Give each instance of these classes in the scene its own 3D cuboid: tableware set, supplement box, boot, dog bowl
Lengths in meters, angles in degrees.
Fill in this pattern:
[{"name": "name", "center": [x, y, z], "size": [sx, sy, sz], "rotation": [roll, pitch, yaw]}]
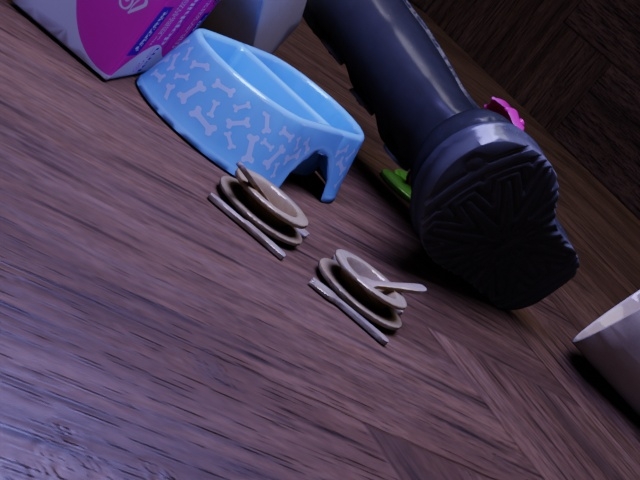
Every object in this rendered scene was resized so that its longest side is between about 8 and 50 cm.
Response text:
[{"name": "tableware set", "center": [0.000, 0.000, 1.258], "size": [0.194, 0.039, 0.128], "rotation": [40, 13, 1]}, {"name": "supplement box", "center": [-0.174, -0.227, 1.378], "size": [0.114, 0.111, 0.220], "rotation": [41, 13, 2]}, {"name": "boot", "center": [0.098, -0.172, 1.622], "size": [0.445, 0.146, 0.367], "rotation": [64, 4, 28]}, {"name": "dog bowl", "center": [-0.055, -0.121, 1.442], "size": [0.166, 0.074, 0.297], "rotation": [44, 14, 18]}]

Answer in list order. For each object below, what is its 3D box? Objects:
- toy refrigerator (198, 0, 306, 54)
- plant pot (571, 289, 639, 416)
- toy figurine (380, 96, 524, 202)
[{"name": "toy refrigerator", "center": [-0.073, -0.270, 1.587], "size": [0.094, 0.102, 0.269], "rotation": [41, -14, 3]}, {"name": "plant pot", "center": [0.456, 0.154, 1.646], "size": [0.274, 0.256, 0.256], "rotation": [57, 14, 3]}, {"name": "toy figurine", "center": [0.176, -0.108, 1.856], "size": [0.173, 0.159, 0.130], "rotation": [22, 21, -52]}]
